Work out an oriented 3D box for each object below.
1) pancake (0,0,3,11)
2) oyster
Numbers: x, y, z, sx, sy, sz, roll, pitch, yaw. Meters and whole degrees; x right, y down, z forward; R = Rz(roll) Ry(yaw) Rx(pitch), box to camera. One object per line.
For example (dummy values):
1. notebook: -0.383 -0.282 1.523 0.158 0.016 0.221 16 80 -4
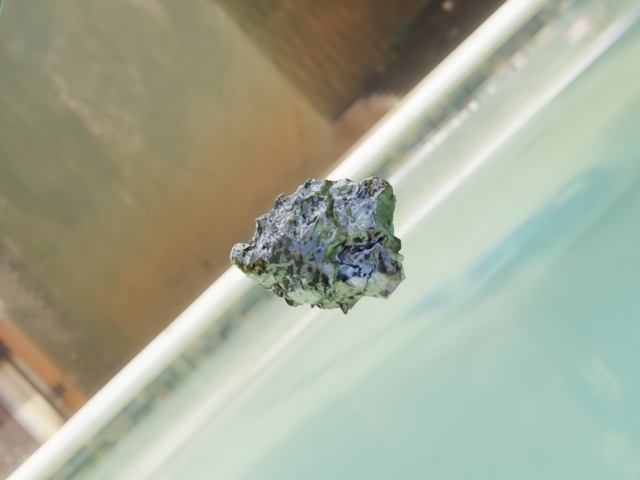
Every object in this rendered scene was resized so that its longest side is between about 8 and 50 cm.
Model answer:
1. pancake: -0.230 -0.141 1.149 0.115 0.115 0.011 -44 46 -20
2. oyster: -0.007 0.006 1.433 0.148 0.103 0.051 -21 -15 40
